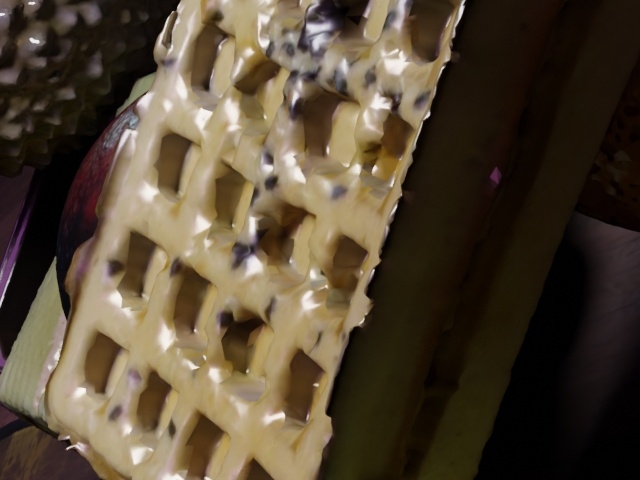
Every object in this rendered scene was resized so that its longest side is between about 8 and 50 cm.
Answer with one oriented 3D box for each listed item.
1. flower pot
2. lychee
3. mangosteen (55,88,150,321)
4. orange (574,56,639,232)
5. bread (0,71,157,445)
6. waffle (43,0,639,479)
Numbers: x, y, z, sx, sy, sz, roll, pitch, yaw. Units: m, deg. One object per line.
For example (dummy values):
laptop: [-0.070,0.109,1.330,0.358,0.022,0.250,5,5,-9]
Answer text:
flower pot: [-0.205,0.027,1.831,0.178,0.084,0.251,11,77,33]
lychee: [-0.312,-0.232,1.750,0.380,0.380,0.432,-38,28,48]
mangosteen: [-0.014,0.007,1.217,0.300,0.300,0.300,-48,27,35]
orange: [0.187,-0.111,0.988,0.234,0.182,0.234,-9,55,12]
bread: [-0.138,0.026,1.652,0.187,0.155,0.338,10,73,59]
waffle: [0.006,-0.023,0.935,0.261,0.114,0.376,37,110,54]
